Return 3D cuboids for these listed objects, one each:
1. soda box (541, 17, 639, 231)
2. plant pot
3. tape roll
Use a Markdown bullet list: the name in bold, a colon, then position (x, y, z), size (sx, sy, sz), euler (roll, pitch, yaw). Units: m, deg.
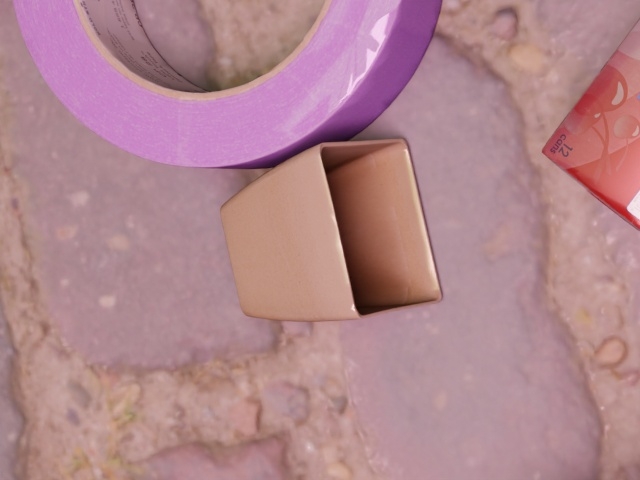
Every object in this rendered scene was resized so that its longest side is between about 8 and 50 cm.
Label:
- **soda box**: position (0.247, -0.130, 1.139), size (0.083, 0.092, 0.263), euler (40, 105, 15)
- **plant pot**: position (0.000, 0.000, 1.232), size (0.096, 0.109, 0.109), euler (-14, 87, 32)
- **tape roll**: position (-0.060, -0.183, 1.254), size (0.274, 0.090, 0.275), euler (1, 92, 21)
